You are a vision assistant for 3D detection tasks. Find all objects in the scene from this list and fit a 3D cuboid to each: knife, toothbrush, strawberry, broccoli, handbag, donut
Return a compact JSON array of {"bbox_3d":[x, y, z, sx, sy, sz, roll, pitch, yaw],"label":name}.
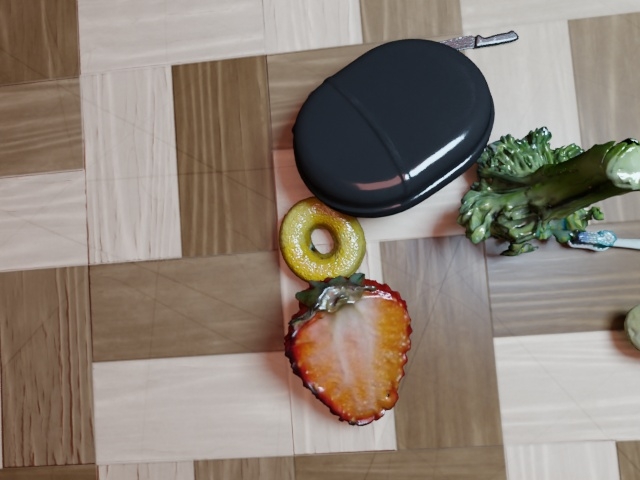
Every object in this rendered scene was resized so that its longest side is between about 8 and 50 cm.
[{"bbox_3d":[0.236,-0.323,0.737,0.170,0.010,0.023,-7,87,6],"label":"knife"},{"bbox_3d":[0.586,0.012,0.681,0.417,0.040,0.042,5,80,0],"label":"toothbrush"},{"bbox_3d":[0.041,0.157,0.689,0.190,0.111,0.237,-15,109,-7],"label":"strawberry"},{"bbox_3d":[0.276,-0.067,0.590,0.198,0.275,0.177,-13,88,14],"label":"broccoli"},{"bbox_3d":[0.101,-0.173,0.670,0.307,0.093,0.254,-35,68,-3],"label":"handbag"},{"bbox_3d":[0.000,0.000,0.716,0.151,0.058,0.152,0,89,3],"label":"donut"}]

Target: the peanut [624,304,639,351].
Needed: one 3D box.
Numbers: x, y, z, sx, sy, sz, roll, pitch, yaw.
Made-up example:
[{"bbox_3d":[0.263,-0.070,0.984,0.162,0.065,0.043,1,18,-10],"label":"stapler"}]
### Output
[{"bbox_3d":[0.545,0.154,0.646,0.214,0.090,0.099,25,99,8],"label":"peanut"}]
